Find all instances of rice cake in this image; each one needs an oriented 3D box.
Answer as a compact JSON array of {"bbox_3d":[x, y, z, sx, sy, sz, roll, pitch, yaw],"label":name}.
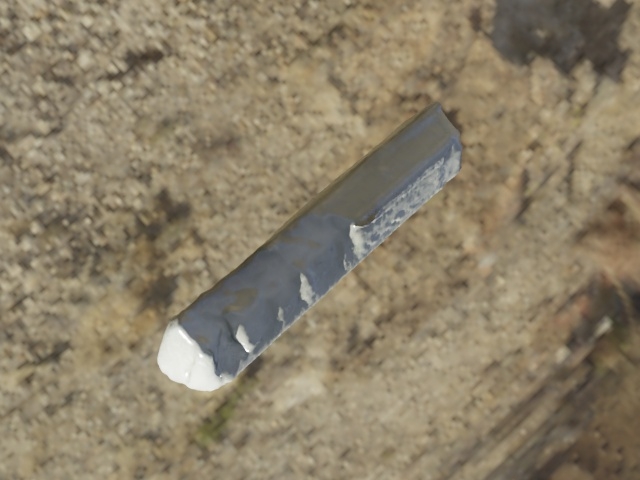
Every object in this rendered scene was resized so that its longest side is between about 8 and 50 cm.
[{"bbox_3d":[0.000,0.000,0.866,0.256,0.052,0.057,-41,152,-33],"label":"rice cake"}]
